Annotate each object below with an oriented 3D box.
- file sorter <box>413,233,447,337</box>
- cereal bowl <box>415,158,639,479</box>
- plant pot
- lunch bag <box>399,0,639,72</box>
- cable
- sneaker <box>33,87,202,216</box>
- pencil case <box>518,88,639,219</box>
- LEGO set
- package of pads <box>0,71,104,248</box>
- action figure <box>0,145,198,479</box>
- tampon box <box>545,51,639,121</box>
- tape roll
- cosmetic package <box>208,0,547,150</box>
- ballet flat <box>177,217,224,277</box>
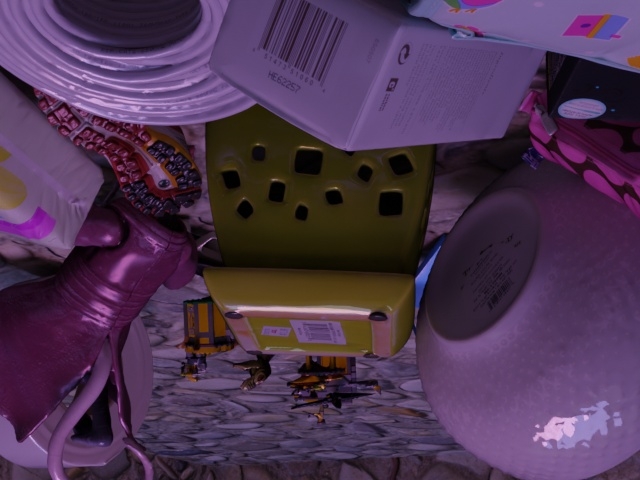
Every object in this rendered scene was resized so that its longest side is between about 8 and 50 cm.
[{"bbox_3d":[0.209,0.086,1.270,0.170,0.104,0.118,16,125,-26],"label":"file sorter"},{"bbox_3d":[0.204,0.049,0.938,0.141,0.339,0.339,28,150,-25],"label":"cereal bowl"},{"bbox_3d":[0.000,0.000,0.993,0.227,0.207,0.228,2,159,5],"label":"plant pot"},{"bbox_3d":[0.178,-0.191,0.472,0.223,0.160,0.262,8,141,-15],"label":"lunch bag"},{"bbox_3d":[-0.130,-0.178,0.670,0.257,0.089,0.257,10,152,-17],"label":"cable"},{"bbox_3d":[-0.184,-0.119,0.870,0.088,0.093,0.225,-24,137,3],"label":"sneaker"},{"bbox_3d":[0.246,-0.068,0.790,0.098,0.095,0.209,27,-169,-28],"label":"pencil case"},{"bbox_3d":[-0.058,0.165,1.344,0.254,0.192,0.331,-2,-179,-2],"label":"LEGO set"},{"bbox_3d":[-0.352,-0.108,0.827,0.229,0.101,0.296,17,164,20],"label":"package of pads"},{"bbox_3d":[-0.240,0.052,1.042,0.248,0.276,0.370,17,117,-40],"label":"action figure"},{"bbox_3d":[0.232,-0.160,0.676,0.120,0.101,0.161,3,160,-1],"label":"tampon box"},{"bbox_3d":[-0.377,0.192,1.448,0.100,0.286,0.286,-11,155,32],"label":"tape roll"},{"bbox_3d":[0.048,-0.122,0.645,0.117,0.085,0.231,35,-157,26],"label":"cosmetic package"},{"bbox_3d":[-0.165,0.008,1.250,0.203,0.074,0.074,21,153,-27],"label":"ballet flat"}]
